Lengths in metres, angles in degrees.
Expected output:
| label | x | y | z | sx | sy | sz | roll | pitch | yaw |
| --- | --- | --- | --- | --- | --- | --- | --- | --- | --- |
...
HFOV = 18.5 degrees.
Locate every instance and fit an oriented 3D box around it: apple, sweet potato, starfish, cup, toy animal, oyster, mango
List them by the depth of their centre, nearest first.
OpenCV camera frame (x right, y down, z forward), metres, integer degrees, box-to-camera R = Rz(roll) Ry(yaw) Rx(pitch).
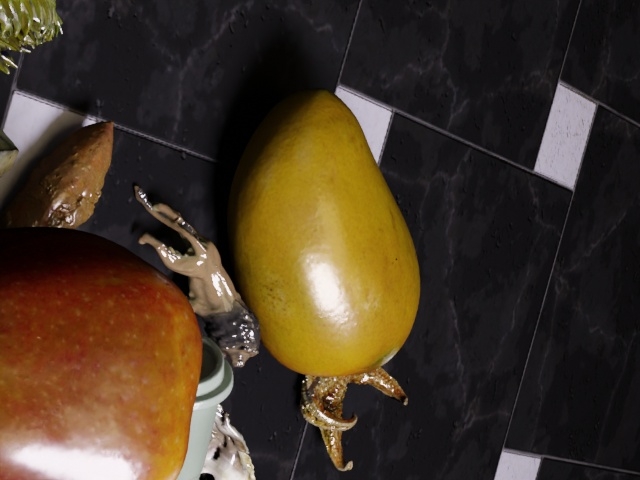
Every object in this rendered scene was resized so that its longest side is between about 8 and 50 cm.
| label | x | y | z | sx | sy | sz | roll | pitch | yaw |
| --- | --- | --- | --- | --- | --- | --- | --- | --- | --- |
| apple | -0.252 | 0.130 | 1.626 | 0.317 | 0.288 | 0.288 | 6 | 98 | -46 |
| sweet potato | -0.244 | -0.032 | 1.769 | 0.068 | 0.060 | 0.206 | 46 | 69 | -9 |
| cup | -0.152 | 0.170 | 1.940 | 0.120 | 0.120 | 0.141 | -30 | 139 | -47 |
| toy animal | -0.130 | 0.030 | 1.950 | 0.220 | 0.086 | 0.069 | 56 | 52 | -27 |
| mango | 0.000 | 0.000 | 2.036 | 0.211 | 0.173 | 0.317 | -40 | 126 | -41 |
| oyster | -0.115 | 0.240 | 2.077 | 0.106 | 0.061 | 0.200 | -33 | 127 | -23 |
| starfish | 0.036 | 0.162 | 2.227 | 0.146 | 0.074 | 0.190 | -13 | 113 | -51 |

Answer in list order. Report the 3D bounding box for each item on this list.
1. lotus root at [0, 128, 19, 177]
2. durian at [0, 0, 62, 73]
| label | x | y | z | sx | sy | sz | roll | pitch | yaw |
| --- | --- | --- | --- | --- | --- | --- | --- | --- | --- |
| lotus root | -0.341 | -0.047 | 1.591 | 0.144 | 0.070 | 0.143 | -49 | 159 | 18 |
| durian | -0.330 | -0.219 | 1.568 | 0.394 | 0.163 | 0.198 | 14 | 51 | -60 |
